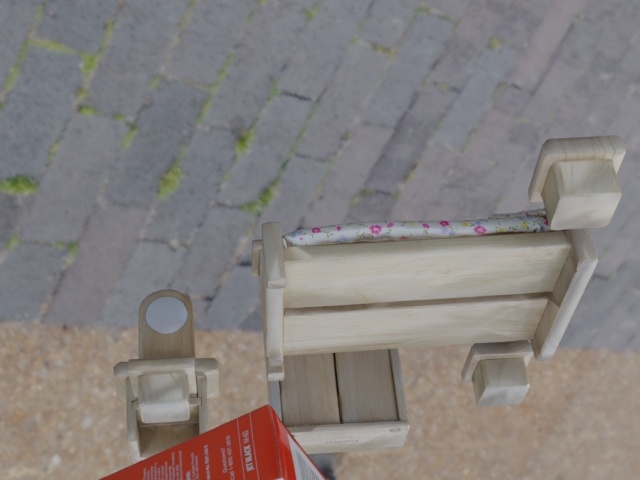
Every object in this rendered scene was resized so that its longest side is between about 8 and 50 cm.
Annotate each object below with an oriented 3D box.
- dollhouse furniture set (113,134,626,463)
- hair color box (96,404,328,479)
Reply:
[{"bbox_3d":[0.000,0.000,0.783,0.303,0.174,0.355,-3,148,-6],"label":"dollhouse furniture set"},{"bbox_3d":[-0.077,0.160,0.597,0.167,0.053,0.093,-25,128,9],"label":"hair color box"}]
